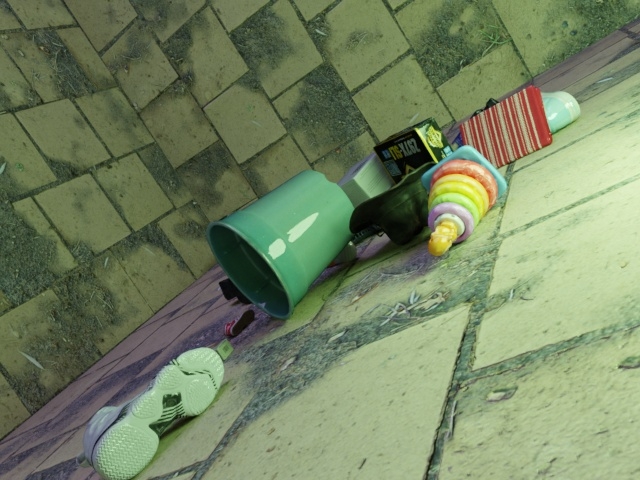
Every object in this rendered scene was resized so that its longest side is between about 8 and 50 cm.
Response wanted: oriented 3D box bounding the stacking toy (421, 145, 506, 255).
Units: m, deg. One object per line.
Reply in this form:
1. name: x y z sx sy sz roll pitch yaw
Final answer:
1. stacking toy: 0.307 -0.062 1.350 0.175 0.165 0.302 -37 15 42

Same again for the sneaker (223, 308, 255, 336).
1. sneaker: -0.263 0.263 1.869 0.067 0.042 0.118 -21 17 42

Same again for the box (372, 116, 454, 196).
1. box: 0.310 -0.222 1.796 0.079 0.257 0.322 -34 9 -14

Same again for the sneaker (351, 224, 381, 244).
1. sneaker: 0.145 -0.045 1.974 0.226 0.086 0.163 -34 6 -19

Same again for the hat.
1. hat: 0.230 -0.067 1.604 0.331 0.134 0.331 -29 -13 -7

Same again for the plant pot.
1. plant pot: -0.089 -0.011 1.680 0.334 0.341 0.341 -42 12 -25

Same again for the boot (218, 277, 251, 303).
1. boot: -0.249 0.145 2.292 0.222 0.118 0.338 -26 13 -26

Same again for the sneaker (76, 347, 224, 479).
1. sneaker: -0.393 0.383 1.334 0.210 0.137 0.366 -20 18 45

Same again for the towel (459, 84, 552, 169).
1. towel: 0.563 -0.328 1.796 0.031 0.199 0.274 9 -24 -43

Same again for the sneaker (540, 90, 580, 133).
1. sneaker: 0.667 -0.395 1.892 0.150 0.135 0.366 -30 7 -5

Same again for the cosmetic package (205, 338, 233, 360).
1. cosmetic package: -0.311 0.329 1.675 0.115 0.041 0.060 -28 10 27

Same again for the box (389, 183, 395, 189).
1. box: 0.290 -0.200 2.152 0.148 0.121 0.311 -46 13 -23

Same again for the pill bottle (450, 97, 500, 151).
1. pill bottle: 0.534 -0.355 1.945 0.219 0.122 0.123 -56 -3 26

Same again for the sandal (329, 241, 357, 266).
1. sandal: 0.050 0.028 1.912 0.076 0.102 0.265 -36 18 -32

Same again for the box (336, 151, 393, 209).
1. box: 0.145 -0.189 2.004 0.181 0.119 0.182 -49 13 -34
